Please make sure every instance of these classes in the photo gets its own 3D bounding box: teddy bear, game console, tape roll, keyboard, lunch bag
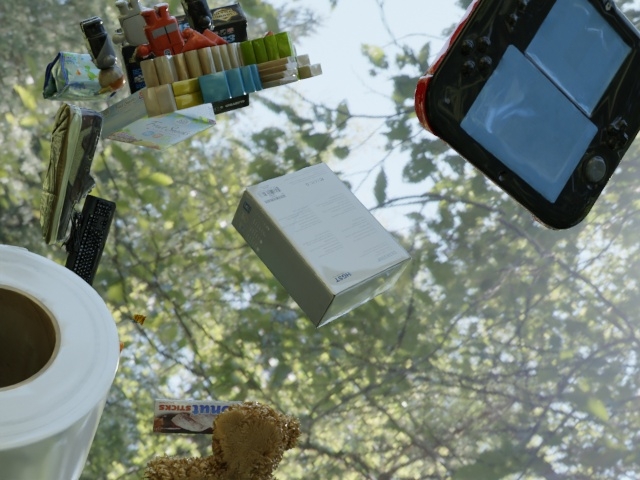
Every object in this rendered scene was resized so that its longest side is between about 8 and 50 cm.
[{"bbox_3d":[-0.156,0.401,1.204,0.113,0.245,0.337,-145,-122,-73],"label":"teddy bear"},{"bbox_3d":[0.352,-0.232,1.191,0.387,0.342,0.060,34,2,-29],"label":"game console"},{"bbox_3d":[-0.334,0.144,0.750,0.246,0.246,0.169,43,-50,19],"label":"tape roll"},{"bbox_3d":[-0.475,0.004,1.579,0.038,0.100,0.192,13,-94,42],"label":"keyboard"},{"bbox_3d":[-0.525,-0.346,1.693,0.151,0.129,0.096,-27,-108,53],"label":"lunch bag"}]

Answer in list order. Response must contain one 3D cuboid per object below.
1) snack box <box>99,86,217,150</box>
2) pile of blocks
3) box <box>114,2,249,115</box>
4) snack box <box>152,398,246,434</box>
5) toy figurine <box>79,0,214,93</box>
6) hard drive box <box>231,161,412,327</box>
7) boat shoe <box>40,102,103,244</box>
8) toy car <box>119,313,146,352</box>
[{"bbox_3d":[-0.370,-0.278,1.770,0.175,0.207,0.070,-21,-100,25],"label":"snack box"},{"bbox_3d":[-0.134,-0.286,1.228,0.149,0.362,0.112,-3,-73,40],"label":"pile of blocks"},{"bbox_3d":[-0.318,-0.405,1.848,0.293,0.296,0.073,94,-26,-56],"label":"box"},{"bbox_3d":[-0.235,0.344,1.511,0.022,0.178,0.064,160,-66,-76],"label":"snack box"},{"bbox_3d":[-0.298,-0.353,1.387,0.210,0.213,0.148,-5,-59,20],"label":"toy figurine"},{"bbox_3d":[0.000,0.000,1.250,0.232,0.181,0.089,50,-42,21],"label":"hard drive box"},{"bbox_3d":[-0.382,-0.098,1.201,0.080,0.073,0.223,31,-68,51],"label":"boat shoe"},{"bbox_3d":[-0.434,0.196,1.668,0.060,0.122,0.040,31,-4,39],"label":"toy car"}]
